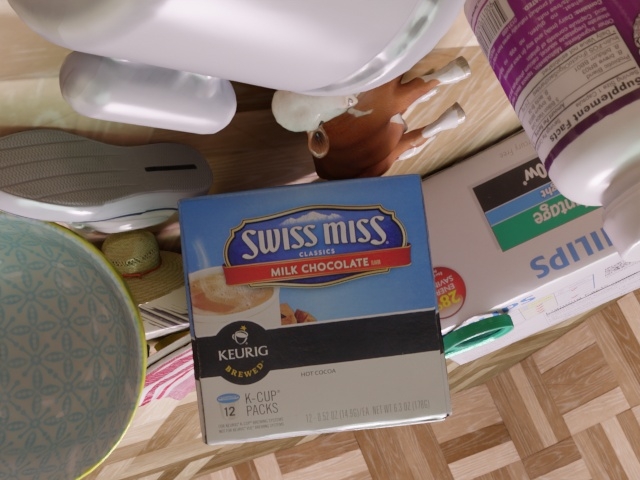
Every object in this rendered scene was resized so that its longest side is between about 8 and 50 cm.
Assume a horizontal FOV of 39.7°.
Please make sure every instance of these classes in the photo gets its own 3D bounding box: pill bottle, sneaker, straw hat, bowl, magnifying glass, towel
[{"bbox_3d":[0.266,-0.140,0.818,0.169,0.301,0.169,-20,161,-7],"label":"pill bottle"},{"bbox_3d":[-0.219,-0.042,0.851,0.258,0.094,0.091,-1,146,-49],"label":"sneaker"},{"bbox_3d":[-0.223,0.017,1.044,0.145,0.144,0.061,-15,120,-22],"label":"straw hat"},{"bbox_3d":[-0.316,0.110,0.935,0.290,0.289,0.156,-23,-177,0],"label":"bowl"},{"bbox_3d":[0.173,0.159,1.261,0.231,0.026,0.092,-30,158,35],"label":"magnifying glass"},{"bbox_3d":[-0.190,0.184,1.300,0.237,0.037,0.329,-32,169,13],"label":"towel"}]

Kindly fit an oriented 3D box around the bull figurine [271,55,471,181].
[{"bbox_3d":[0.048,-0.136,0.878,0.188,0.101,0.310,-26,170,-1],"label":"bull figurine"}]

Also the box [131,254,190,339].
[{"bbox_3d":[-0.142,0.064,1.189,0.275,0.094,0.113,-12,172,-29],"label":"box"}]

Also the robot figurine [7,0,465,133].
[{"bbox_3d":[-0.042,-0.191,0.496,0.353,0.200,0.300,2,130,-49],"label":"robot figurine"}]

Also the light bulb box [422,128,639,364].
[{"bbox_3d":[0.302,0.011,1.372,0.358,0.225,0.361,-26,160,11],"label":"light bulb box"}]

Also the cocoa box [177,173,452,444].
[{"bbox_3d":[-0.013,0.061,0.950,0.232,0.227,0.347,-6,179,-2],"label":"cocoa box"}]

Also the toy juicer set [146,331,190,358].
[{"bbox_3d":[-0.353,0.221,1.395,0.209,0.089,0.329,-33,169,26],"label":"toy juicer set"}]
